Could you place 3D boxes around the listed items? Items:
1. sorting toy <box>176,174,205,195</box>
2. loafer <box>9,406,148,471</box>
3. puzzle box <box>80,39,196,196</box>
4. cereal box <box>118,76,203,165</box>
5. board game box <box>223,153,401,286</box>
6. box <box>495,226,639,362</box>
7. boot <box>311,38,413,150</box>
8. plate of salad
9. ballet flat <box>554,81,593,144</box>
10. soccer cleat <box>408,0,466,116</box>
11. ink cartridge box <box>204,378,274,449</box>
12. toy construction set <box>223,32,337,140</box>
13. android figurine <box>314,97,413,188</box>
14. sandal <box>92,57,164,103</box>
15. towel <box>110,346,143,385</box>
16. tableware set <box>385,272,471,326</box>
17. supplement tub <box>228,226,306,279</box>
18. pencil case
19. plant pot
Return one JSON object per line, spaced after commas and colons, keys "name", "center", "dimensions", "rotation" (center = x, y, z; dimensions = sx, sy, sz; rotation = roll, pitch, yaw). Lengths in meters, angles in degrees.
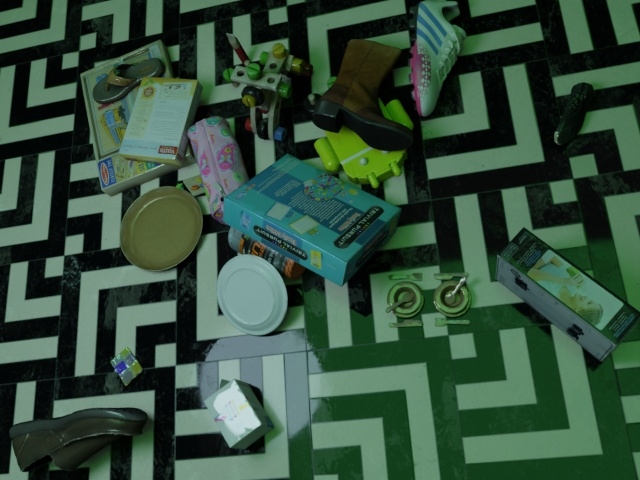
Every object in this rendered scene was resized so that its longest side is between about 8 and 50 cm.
{"name": "sorting toy", "center": [-0.337, -0.144, 1.777], "dimensions": [0.083, 0.012, 0.062], "rotation": [-23, 57, -26]}
{"name": "loafer", "center": [-0.566, 0.474, 1.588], "dimensions": [0.365, 0.134, 0.130], "rotation": [-15, 72, 19]}
{"name": "puzzle box", "center": [-0.523, -0.351, 1.899], "dimensions": [0.272, 0.052, 0.409], "rotation": [-22, 67, 7]}
{"name": "cereal box", "center": [-0.429, -0.324, 1.811], "dimensions": [0.172, 0.047, 0.240], "rotation": [8, 74, 16]}
{"name": "board game box", "center": [-0.019, -0.058, 1.581], "dimensions": [0.336, 0.079, 0.254], "rotation": [28, 44, 21]}
{"name": "box", "center": [0.510, 0.115, 1.410], "dimensions": [0.087, 0.169, 0.290], "rotation": [-46, 65, -7]}
{"name": "boot", "center": [0.145, -0.368, 1.679], "dimensions": [0.264, 0.096, 0.281], "rotation": [16, 62, 20]}
{"name": "plate of salad", "center": [-0.162, 0.130, 1.617], "dimensions": [0.199, 0.048, 0.200], "rotation": [6, 102, 26]}
{"name": "ballet flat", "center": [0.601, -0.300, 1.604], "dimensions": [0.049, 0.057, 0.173], "rotation": [10, 67, 60]}
{"name": "soccer cleat", "center": [0.297, -0.472, 1.696], "dimensions": [0.143, 0.116, 0.331], "rotation": [-2, 70, 14]}
{"name": "ink cartridge box", "center": [-0.190, 0.389, 1.531], "dimensions": [0.090, 0.092, 0.143], "rotation": [-37, 65, 0]}
{"name": "toy construction set", "center": [-0.151, -0.437, 1.733], "dimensions": [0.257, 0.237, 0.309], "rotation": [-45, 66, -4]}
{"name": "android figurine", "center": [0.114, -0.254, 1.702], "dimensions": [0.248, 0.056, 0.273], "rotation": [-25, 65, 4]}
{"name": "sandal", "center": [-0.546, -0.458, 1.880], "dimensions": [0.219, 0.060, 0.090], "rotation": [-21, 67, 7]}
{"name": "towel", "center": [-0.484, 0.314, 1.677], "dimensions": [0.060, 0.009, 0.083], "rotation": [-40, 67, -1]}
{"name": "tableware set", "center": [0.247, 0.130, 1.539], "dimensions": [0.194, 0.039, 0.128], "rotation": [-3, 70, 13]}
{"name": "supplement tub", "center": [-0.120, 0.011, 1.633], "dimensions": [0.190, 0.117, 0.117], "rotation": [30, 80, 22]}
{"name": "pencil case", "center": [-0.256, -0.182, 1.735], "dimensions": [0.124, 0.124, 0.284], "rotation": [-22, 66, 6]}
{"name": "plant pot", "center": [-0.415, -0.028, 1.769], "dimensions": [0.236, 0.032, 0.236], "rotation": [-5, 69, 12]}
